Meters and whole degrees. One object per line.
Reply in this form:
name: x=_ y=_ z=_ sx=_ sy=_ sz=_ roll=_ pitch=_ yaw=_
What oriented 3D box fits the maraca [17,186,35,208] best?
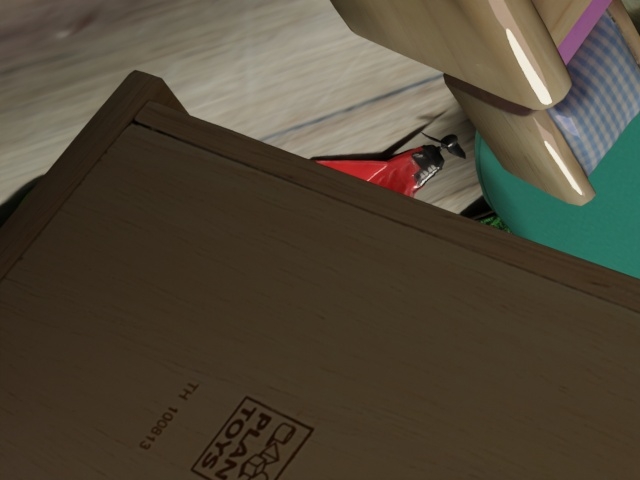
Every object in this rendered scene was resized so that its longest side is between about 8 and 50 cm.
maraca: x=-0.100 y=0.057 z=0.684 sx=0.127 sy=0.099 sz=0.186 roll=-38 pitch=147 yaw=-29

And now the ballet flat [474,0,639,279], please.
ballet flat: x=0.174 y=-0.075 z=0.684 sx=0.147 sy=0.147 sz=0.409 roll=-29 pitch=174 yaw=-17

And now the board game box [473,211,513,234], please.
board game box: x=0.199 y=-0.037 z=1.045 sx=0.259 sy=0.030 sz=0.136 roll=-19 pitch=177 yaw=41

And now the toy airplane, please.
toy airplane: x=0.000 y=0.000 z=0.864 sx=0.151 sy=0.028 sz=0.151 roll=-30 pitch=166 yaw=-8

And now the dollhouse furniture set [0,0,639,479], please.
dollhouse furniture set: x=0.077 y=0.091 z=0.477 sx=0.286 sy=0.198 sz=0.303 roll=-53 pitch=136 yaw=-16
